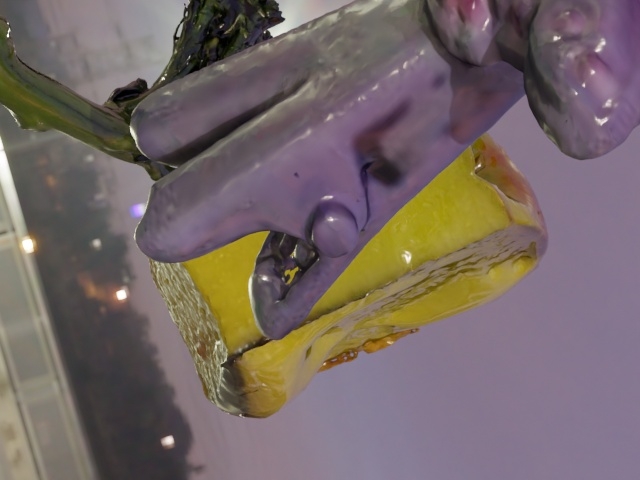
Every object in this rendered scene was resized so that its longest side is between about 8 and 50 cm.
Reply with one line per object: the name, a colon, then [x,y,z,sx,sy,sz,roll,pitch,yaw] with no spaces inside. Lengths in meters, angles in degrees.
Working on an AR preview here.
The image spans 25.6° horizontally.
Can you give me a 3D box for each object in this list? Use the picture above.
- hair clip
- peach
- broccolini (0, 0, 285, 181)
hair clip: [0.046,-0.059,0.395,0.090,0.278,0.137,28,36,-34]
peach: [0.000,0.000,1.303,0.242,0.380,0.306,61,12,16]
broccolini: [-0.079,-0.091,0.582,0.271,0.062,0.123,28,46,-58]
